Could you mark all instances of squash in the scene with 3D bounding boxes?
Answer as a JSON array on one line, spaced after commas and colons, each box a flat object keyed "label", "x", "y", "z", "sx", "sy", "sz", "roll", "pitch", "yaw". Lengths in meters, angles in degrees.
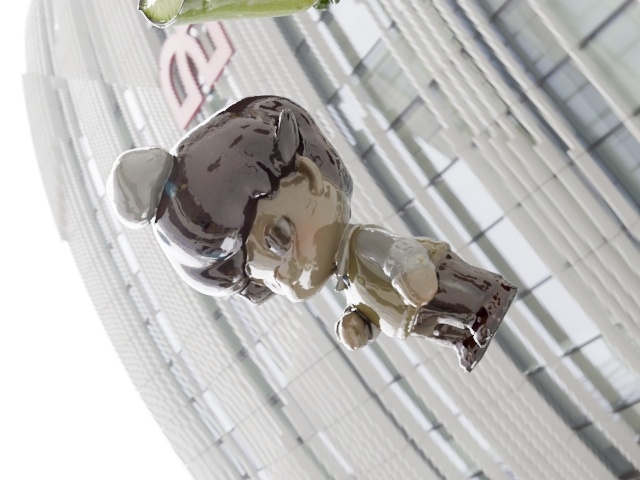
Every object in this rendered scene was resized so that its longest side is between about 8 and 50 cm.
[{"label": "squash", "x": -0.070, "y": -0.330, "z": 1.036, "sx": 0.288, "sy": 0.137, "sz": 0.137, "roll": -15, "pitch": -110, "yaw": -36}]

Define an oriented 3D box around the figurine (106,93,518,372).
[{"label": "figurine", "x": -0.008, "y": 0.018, "z": 0.848, "sx": 0.365, "sy": 0.218, "sz": 0.206, "roll": 41, "pitch": -100, "yaw": 18}]
